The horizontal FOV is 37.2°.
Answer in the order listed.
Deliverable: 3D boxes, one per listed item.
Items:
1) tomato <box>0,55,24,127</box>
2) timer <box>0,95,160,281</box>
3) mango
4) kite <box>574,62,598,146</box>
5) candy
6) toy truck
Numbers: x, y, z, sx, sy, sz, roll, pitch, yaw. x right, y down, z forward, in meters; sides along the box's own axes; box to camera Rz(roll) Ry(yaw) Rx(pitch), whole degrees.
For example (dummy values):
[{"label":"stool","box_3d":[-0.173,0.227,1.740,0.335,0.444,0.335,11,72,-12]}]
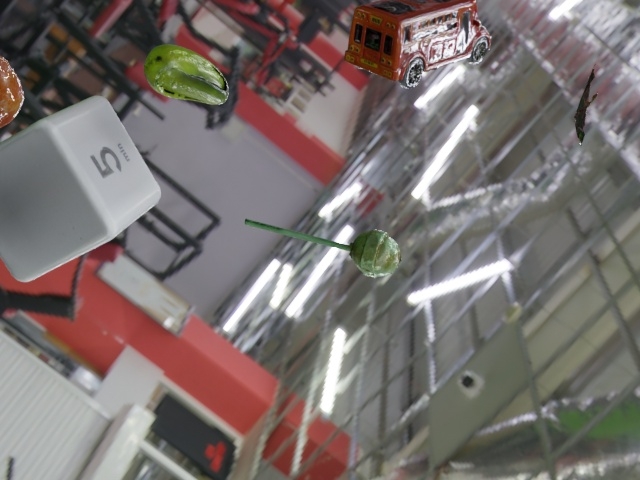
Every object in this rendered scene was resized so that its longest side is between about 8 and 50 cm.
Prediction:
[{"label":"tomato","box_3d":[-0.656,-0.259,1.688,0.237,0.237,0.095,-42,-147,46]},{"label":"timer","box_3d":[-0.387,-0.081,1.423,0.192,0.194,0.195,-25,-168,20]},{"label":"mango","box_3d":[-0.220,-0.271,1.569,0.091,0.165,0.074,-22,-117,34]},{"label":"kite","box_3d":[0.569,-0.285,2.035,0.159,0.010,0.189,86,14,-84]},{"label":"candy","box_3d":[0.000,0.000,1.143,0.061,0.203,0.061,14,90,-71]},{"label":"toy truck","box_3d":[0.156,-0.314,1.423,0.253,0.108,0.114,-27,133,-41]}]
